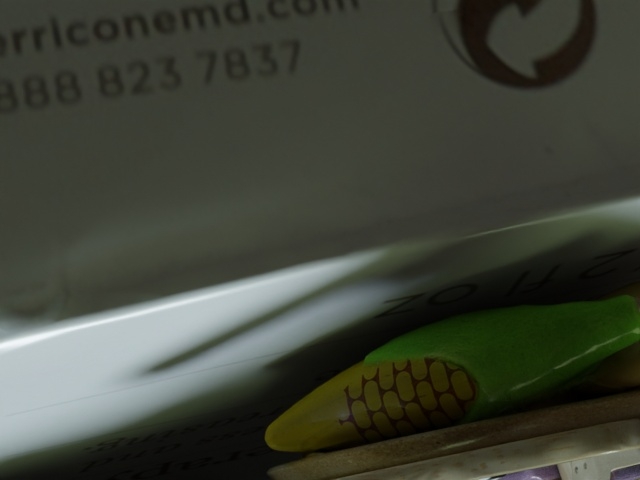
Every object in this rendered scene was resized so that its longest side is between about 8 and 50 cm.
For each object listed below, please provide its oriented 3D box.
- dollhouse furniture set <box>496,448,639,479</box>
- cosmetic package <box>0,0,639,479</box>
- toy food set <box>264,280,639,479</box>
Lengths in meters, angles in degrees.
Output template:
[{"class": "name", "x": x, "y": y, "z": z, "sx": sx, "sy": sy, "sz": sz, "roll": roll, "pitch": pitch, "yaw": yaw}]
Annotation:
[{"class": "dollhouse furniture set", "x": 0.144, "y": 0.114, "z": 0.657, "sx": 0.114, "sy": 0.081, "sz": 0.091, "roll": -9, "pitch": 163, "yaw": -23}, {"class": "cosmetic package", "x": -0.007, "y": -0.088, "z": 0.579, "sx": 0.330, "sy": 0.327, "sz": 0.393, "roll": -11, "pitch": 163, "yaw": -15}, {"class": "toy food set", "x": 0.049, "y": 0.039, "z": 0.424, "sx": 0.132, "sy": 0.038, "sz": 0.192, "roll": -16, "pitch": 170, "yaw": 26}]
